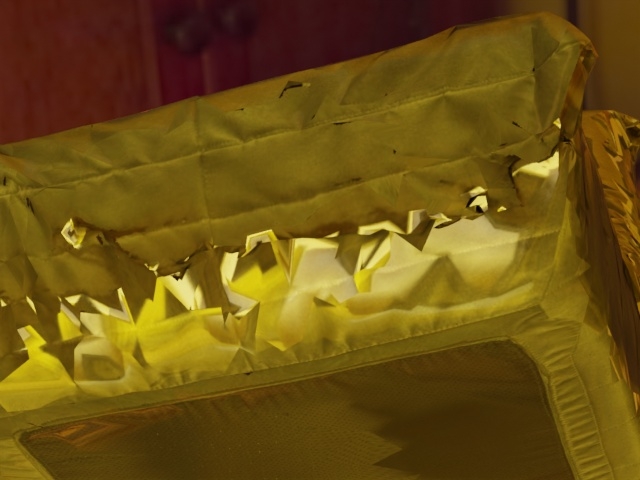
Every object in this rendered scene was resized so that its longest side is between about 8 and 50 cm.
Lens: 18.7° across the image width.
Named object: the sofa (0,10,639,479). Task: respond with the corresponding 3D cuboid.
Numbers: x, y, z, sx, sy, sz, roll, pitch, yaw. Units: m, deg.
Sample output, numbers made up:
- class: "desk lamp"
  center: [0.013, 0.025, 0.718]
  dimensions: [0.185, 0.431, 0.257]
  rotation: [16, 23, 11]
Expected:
- class: "sofa"
  center: [0.000, 0.000, 0.595]
  dimensions: [0.210, 0.225, 0.176]
  rotation: [-13, 55, 15]
